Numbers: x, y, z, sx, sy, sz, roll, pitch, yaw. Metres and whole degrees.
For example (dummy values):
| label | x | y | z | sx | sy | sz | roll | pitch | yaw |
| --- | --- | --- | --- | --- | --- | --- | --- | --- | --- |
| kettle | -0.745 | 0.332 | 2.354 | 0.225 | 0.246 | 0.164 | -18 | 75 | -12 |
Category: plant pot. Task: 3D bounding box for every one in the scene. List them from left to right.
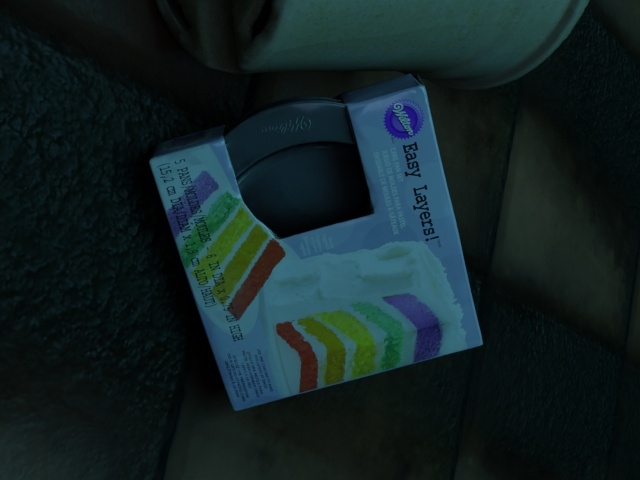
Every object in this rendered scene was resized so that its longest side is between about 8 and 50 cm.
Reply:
| label | x | y | z | sx | sy | sz | roll | pitch | yaw |
| --- | --- | --- | --- | --- | --- | --- | --- | --- | --- |
| plant pot | 0.022 | -0.277 | 0.831 | 0.306 | 0.334 | 0.333 | -18 | 105 | -36 |

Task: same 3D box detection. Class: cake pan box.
| label | x | y | z | sx | sy | sz | roll | pitch | yaw |
| --- | --- | --- | --- | --- | --- | --- | --- | --- | --- |
| cake pan box | 0.000 | 0.000 | 0.847 | 0.070 | 0.246 | 0.266 | -106 | -178 | -71 |
